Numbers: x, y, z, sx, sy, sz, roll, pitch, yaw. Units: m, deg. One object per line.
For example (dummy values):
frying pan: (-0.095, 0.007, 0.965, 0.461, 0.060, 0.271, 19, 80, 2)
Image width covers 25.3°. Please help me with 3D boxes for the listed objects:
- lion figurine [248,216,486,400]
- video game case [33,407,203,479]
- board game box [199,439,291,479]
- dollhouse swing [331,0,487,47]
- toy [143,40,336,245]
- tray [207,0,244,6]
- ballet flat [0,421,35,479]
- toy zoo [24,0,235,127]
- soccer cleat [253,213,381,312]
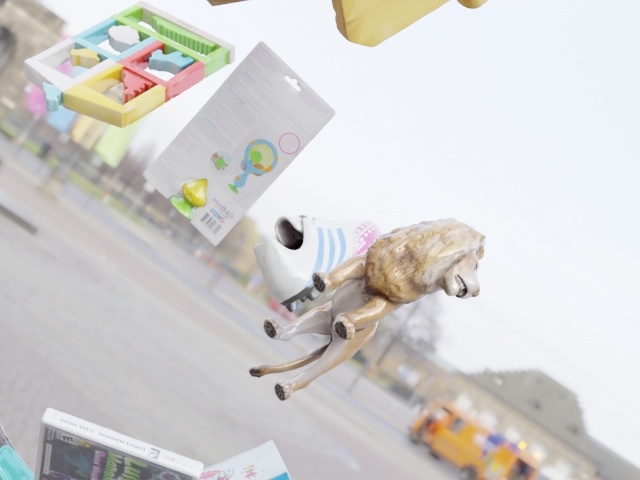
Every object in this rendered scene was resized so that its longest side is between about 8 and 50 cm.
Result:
lion figurine: (0.062, 0.093, 2.088, 0.392, 0.240, 0.142, -36, -98, 52)
video game case: (-0.222, 0.258, 1.535, 0.173, 0.022, 0.190, 20, -36, -1)
board game box: (-0.113, 0.457, 1.976, 0.097, 0.224, 0.303, -127, -164, -65)
dollhouse swing: (0.105, -0.490, 1.911, 0.346, 0.305, 0.315, 76, -9, -54)
toy: (-0.102, -0.124, 1.847, 0.137, 0.237, 0.056, 44, 9, 6)
tray: (-0.035, -0.373, 1.577, 0.411, 0.076, 0.203, 2, -32, 46)
ballet flat: (-0.487, 0.290, 1.977, 0.316, 0.106, 0.107, 65, 25, -12)
toy zoo: (-0.289, -0.251, 2.066, 0.192, 0.293, 0.030, 28, -46, 24)
soccer cleat: (0.000, 0.000, 2.433, 0.143, 0.116, 0.331, 59, 32, -4)
